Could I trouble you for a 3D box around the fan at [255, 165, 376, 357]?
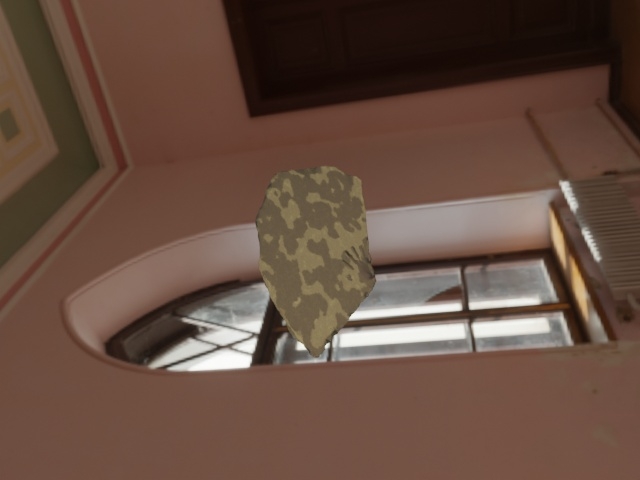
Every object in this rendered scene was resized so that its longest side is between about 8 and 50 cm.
[{"bbox_3d":[0.000,0.000,0.563,0.131,0.009,0.240,38,-141,-17],"label":"fan"}]
